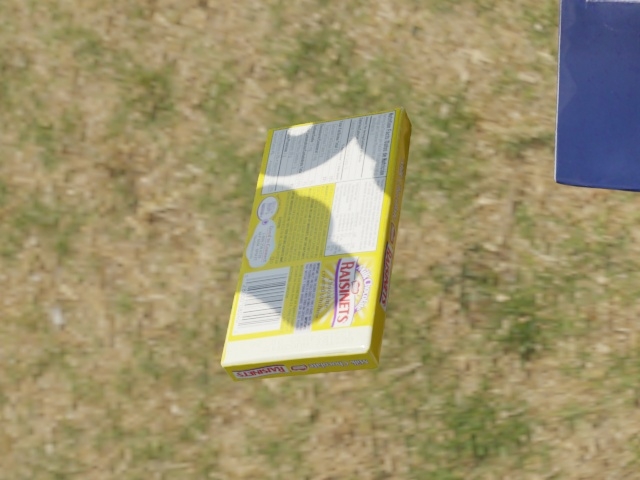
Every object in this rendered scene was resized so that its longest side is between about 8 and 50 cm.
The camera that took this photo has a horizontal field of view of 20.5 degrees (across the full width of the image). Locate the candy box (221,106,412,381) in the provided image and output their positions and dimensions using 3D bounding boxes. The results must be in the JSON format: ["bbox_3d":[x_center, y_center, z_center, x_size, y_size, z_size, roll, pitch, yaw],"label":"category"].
[{"bbox_3d":[0.000,0.000,1.193,0.105,0.027,0.206,-6,51,20],"label":"candy box"}]

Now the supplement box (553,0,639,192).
[{"bbox_3d":[0.386,-0.173,1.830,0.194,0.356,0.195,6,104,23],"label":"supplement box"}]
